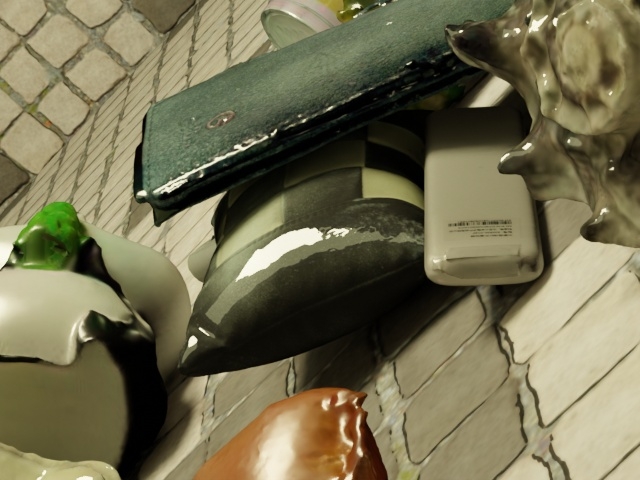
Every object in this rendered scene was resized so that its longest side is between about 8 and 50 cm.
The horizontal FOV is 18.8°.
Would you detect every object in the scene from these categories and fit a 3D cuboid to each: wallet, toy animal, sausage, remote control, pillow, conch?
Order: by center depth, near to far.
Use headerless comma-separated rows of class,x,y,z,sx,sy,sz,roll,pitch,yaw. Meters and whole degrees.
conch,0.189,-0.116,0.904,0.313,0.186,0.241,-22,50,31
sausage,-0.084,0.200,1.025,0.348,0.094,0.097,-40,29,23
remote control,0.097,-0.029,1.184,0.067,0.029,0.261,-3,23,4
pillow,0.000,0.000,1.271,0.186,0.106,0.250,-26,19,13
wallet,0.052,-0.124,1.294,0.379,0.046,0.191,-22,18,6
toy animal,-0.209,0.077,1.510,0.212,0.212,0.267,-42,22,25

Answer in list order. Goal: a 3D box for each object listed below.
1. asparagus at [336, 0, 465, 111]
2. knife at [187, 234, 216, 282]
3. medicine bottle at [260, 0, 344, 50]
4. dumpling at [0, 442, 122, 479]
asparagus,0.153,-0.251,1.493,0.382,0.108,0.128,-48,50,-6
knife,-0.031,-0.011,1.556,0.073,0.040,0.265,-43,9,-29
medicine bottle,0.115,-0.336,1.870,0.426,0.108,0.108,-51,14,-16
dumpling,-0.311,0.270,1.307,0.395,0.233,0.316,-9,49,15
